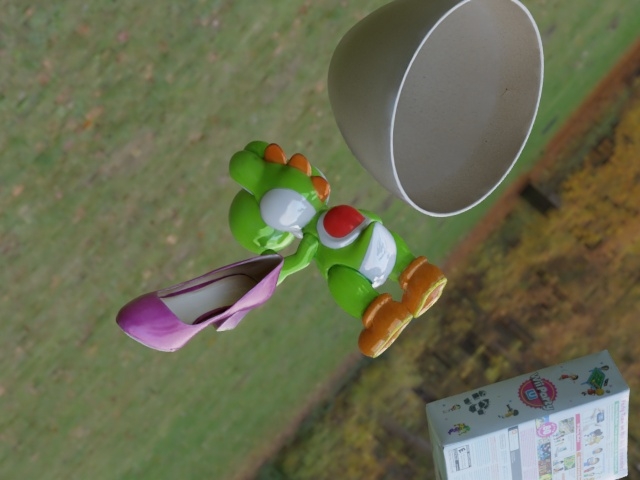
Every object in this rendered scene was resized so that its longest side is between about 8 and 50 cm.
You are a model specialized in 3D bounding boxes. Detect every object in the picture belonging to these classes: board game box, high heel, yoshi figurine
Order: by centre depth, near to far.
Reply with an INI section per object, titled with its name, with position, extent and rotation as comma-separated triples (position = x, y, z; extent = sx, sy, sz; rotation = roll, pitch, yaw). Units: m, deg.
[high heel]
position = -0.138, 0.064, 1.546
extent = 0.117, 0.082, 0.244
rotation = -50, 153, 22
[yoshi figurine]
position = -0.002, 0.009, 1.946
extent = 0.203, 0.362, 0.203
rotation = -48, 170, 10
[board game box]
position = 0.332, 0.319, 2.065
extent = 0.303, 0.097, 0.224
rotation = -16, 133, -6

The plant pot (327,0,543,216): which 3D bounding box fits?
[plant pot]
position = 0.120, -0.195, 1.650
extent = 0.284, 0.191, 0.284
rotation = -24, 126, -37
